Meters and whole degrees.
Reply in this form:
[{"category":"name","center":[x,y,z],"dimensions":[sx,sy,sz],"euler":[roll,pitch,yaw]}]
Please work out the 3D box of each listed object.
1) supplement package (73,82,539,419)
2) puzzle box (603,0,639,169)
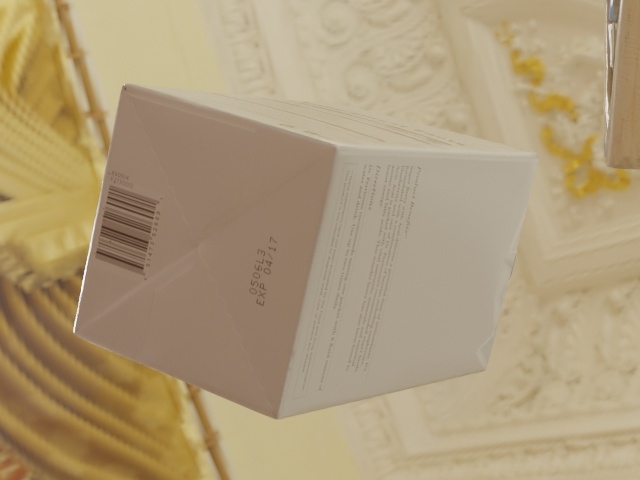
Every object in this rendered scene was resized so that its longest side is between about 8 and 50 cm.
[{"category":"supplement package","center":[0.000,0.000,1.043],"dimensions":[0.175,0.293,0.177],"euler":[18,-79,31]},{"category":"puzzle box","center":[0.133,-0.250,0.513],"dimensions":[0.052,0.272,0.409],"euler":[2,-36,8]}]
